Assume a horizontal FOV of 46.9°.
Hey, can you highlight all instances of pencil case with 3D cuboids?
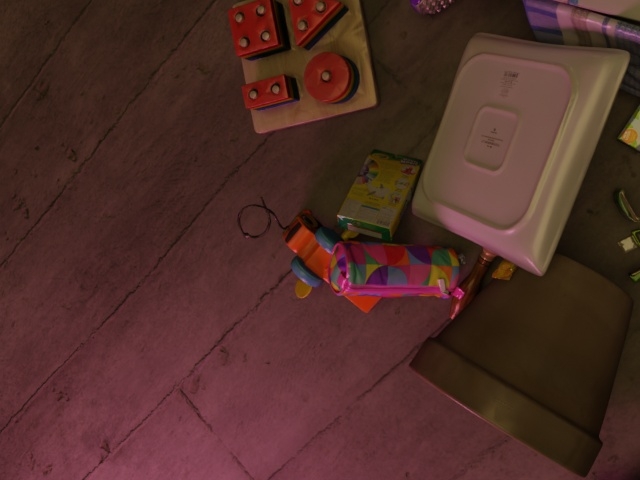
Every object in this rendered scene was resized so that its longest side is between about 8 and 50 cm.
[{"bbox_3d":[0.133,0.053,1.290,0.236,0.104,0.104,3,98,-17],"label":"pencil case"}]

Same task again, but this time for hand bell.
[{"bbox_3d":[0.288,0.041,1.307,0.126,0.126,0.242,32,118,15],"label":"hand bell"}]

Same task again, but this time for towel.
[{"bbox_3d":[0.450,-0.277,1.120,0.285,0.209,0.034,31,91,29],"label":"towel"}]

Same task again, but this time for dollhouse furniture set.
[{"bbox_3d":[0.506,-0.010,1.218,0.058,0.076,0.152,-30,85,19],"label":"dollhouse furniture set"}]

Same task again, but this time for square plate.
[{"bbox_3d":[0.288,-0.160,1.190,0.347,0.049,0.344,33,109,55],"label":"square plate"}]

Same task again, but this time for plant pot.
[{"bbox_3d":[0.348,0.172,1.194,0.323,0.323,0.280,30,89,15],"label":"plant pot"}]

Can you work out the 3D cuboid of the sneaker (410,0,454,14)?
[{"bbox_3d":[0.223,-0.537,1.268,0.146,0.102,0.293,39,102,17],"label":"sneaker"}]

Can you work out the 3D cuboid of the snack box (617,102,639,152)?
[{"bbox_3d":[0.567,-0.201,1.198,0.100,0.037,0.141,34,105,16],"label":"snack box"}]

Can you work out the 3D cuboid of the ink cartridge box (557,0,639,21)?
[{"bbox_3d":[0.365,-0.433,1.092,0.306,0.226,0.131,12,120,-4],"label":"ink cartridge box"}]

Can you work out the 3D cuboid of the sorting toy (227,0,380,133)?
[{"bbox_3d":[-0.041,-0.354,1.381,0.255,0.089,0.257,-10,91,21],"label":"sorting toy"}]

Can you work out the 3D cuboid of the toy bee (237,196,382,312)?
[{"bbox_3d":[0.000,0.000,1.385,0.195,0.162,0.298,-29,110,12],"label":"toy bee"}]

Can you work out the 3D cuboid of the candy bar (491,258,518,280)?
[{"bbox_3d":[0.333,0.003,1.175,0.161,0.040,0.018,-46,112,-16],"label":"candy bar"}]

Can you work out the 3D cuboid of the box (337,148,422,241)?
[{"bbox_3d":[0.111,-0.088,1.335,0.105,0.043,0.179,17,58,19],"label":"box"}]
